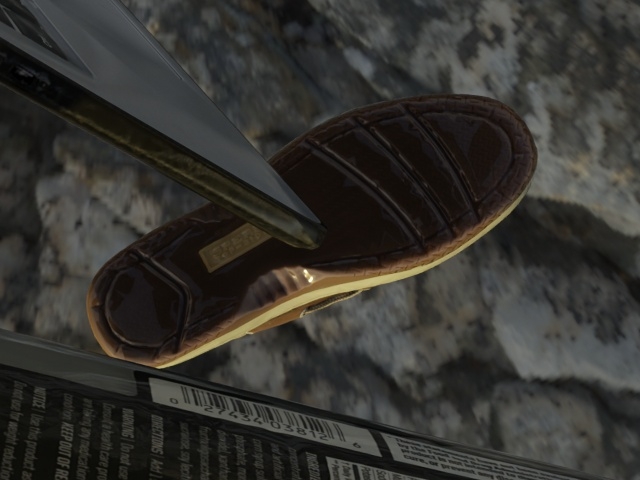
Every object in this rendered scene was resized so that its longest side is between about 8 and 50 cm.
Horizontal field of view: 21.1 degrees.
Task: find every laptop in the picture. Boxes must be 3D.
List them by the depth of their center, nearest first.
[{"bbox_3d":[-0.150,-0.251,0.615,0.408,0.382,0.236,30,103,-41],"label":"laptop"}]

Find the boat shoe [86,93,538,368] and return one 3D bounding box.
[{"bbox_3d":[-0.003,-0.007,0.952,0.257,0.095,0.095,-21,82,7],"label":"boat shoe"}]

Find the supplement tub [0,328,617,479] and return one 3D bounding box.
[{"bbox_3d":[-0.009,0.152,0.504,0.338,0.207,0.207,16,105,-14],"label":"supplement tub"}]
